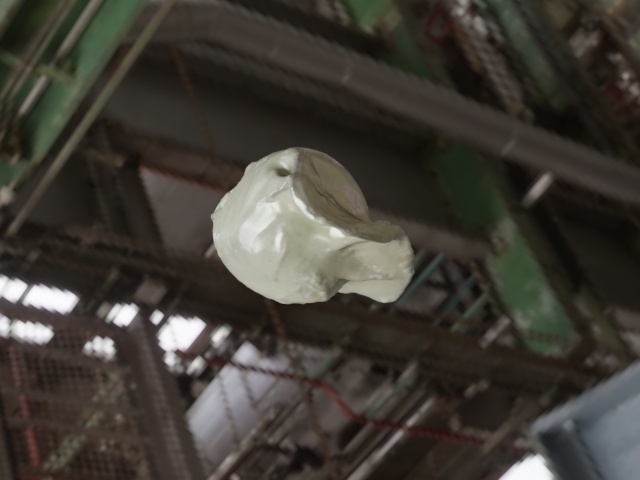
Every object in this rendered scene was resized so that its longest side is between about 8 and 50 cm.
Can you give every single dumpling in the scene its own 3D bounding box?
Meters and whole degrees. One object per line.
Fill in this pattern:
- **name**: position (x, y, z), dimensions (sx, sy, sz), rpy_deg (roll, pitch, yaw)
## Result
- **dumpling**: position (-0.001, -0.001, 1.031), dimensions (0.134, 0.169, 0.100), rpy_deg (30, -128, -18)
